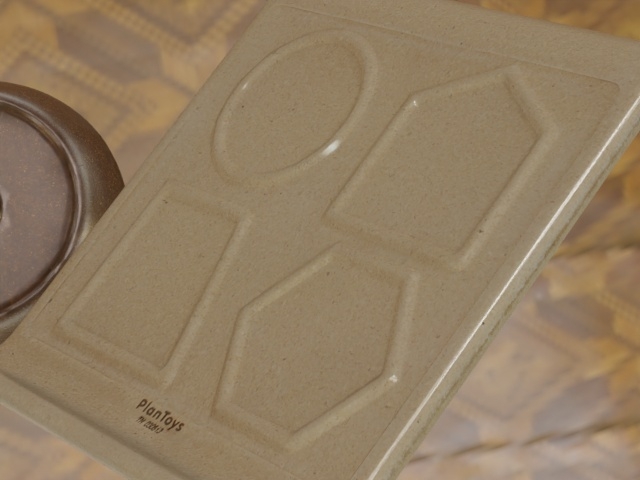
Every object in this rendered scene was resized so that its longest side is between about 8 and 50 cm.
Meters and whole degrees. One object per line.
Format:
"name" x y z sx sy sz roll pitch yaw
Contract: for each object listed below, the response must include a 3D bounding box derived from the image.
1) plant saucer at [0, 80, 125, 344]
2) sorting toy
"plant saucer" -0.184 -0.012 1.015 0.168 0.168 0.029 -13 159 -2
"sorting toy" 0.000 0.000 0.651 0.208 0.193 0.038 -50 129 -16
